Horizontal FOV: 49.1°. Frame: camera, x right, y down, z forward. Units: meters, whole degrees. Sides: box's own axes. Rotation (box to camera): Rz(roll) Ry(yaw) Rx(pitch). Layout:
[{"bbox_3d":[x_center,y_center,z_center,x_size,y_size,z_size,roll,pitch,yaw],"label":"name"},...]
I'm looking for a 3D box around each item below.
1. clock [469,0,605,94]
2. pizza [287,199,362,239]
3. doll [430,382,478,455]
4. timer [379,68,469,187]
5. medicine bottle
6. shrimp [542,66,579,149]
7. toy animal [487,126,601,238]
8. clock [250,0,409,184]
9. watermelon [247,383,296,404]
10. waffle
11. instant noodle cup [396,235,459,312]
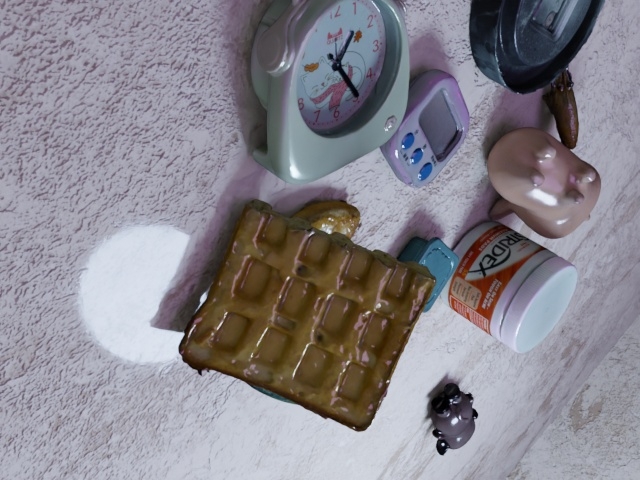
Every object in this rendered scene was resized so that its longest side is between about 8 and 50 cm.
[{"bbox_3d":[0.437,-0.480,1.369,0.386,0.076,0.386,-28,136,-31],"label":"clock"},{"bbox_3d":[0.000,0.000,1.276,0.182,0.062,0.161,-30,131,-37],"label":"pizza"},{"bbox_3d":[0.394,0.533,2.091,0.182,0.117,0.257,-41,142,-15],"label":"doll"},{"bbox_3d":[0.195,-0.208,1.316,0.191,0.069,0.208,-50,143,-6],"label":"timer"},{"bbox_3d":[0.458,0.110,1.723,0.252,0.240,0.253,-30,138,-31],"label":"medicine bottle"},{"bbox_3d":[0.554,-0.335,1.643,0.066,0.117,0.262,-18,113,-3],"label":"shrimp"},{"bbox_3d":[0.509,-0.135,1.618,0.326,0.269,0.237,32,92,-22],"label":"toy animal"},{"bbox_3d":[0.014,-0.263,1.034,0.265,0.108,0.324,-29,136,-30],"label":"clock"},{"bbox_3d":[-0.040,0.207,1.293,0.176,0.260,0.256,-38,160,-42],"label":"watermelon"},{"bbox_3d":[-0.023,0.126,1.152,0.077,0.348,0.304,-94,-152,-78],"label":"waffle"},{"bbox_3d":[0.226,0.069,1.571,0.157,0.070,0.179,-56,144,0],"label":"instant noodle cup"}]
